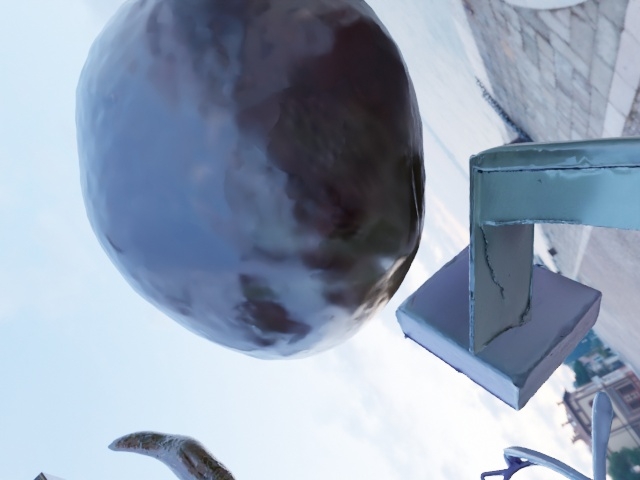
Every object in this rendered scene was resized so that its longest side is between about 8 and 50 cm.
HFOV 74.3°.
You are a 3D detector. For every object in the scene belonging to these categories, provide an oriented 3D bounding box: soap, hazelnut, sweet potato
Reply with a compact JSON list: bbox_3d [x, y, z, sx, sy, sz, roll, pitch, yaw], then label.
[{"bbox_3d":[0.355,0.150,0.870,0.296,0.285,0.107,32,147,47],"label":"soap"},{"bbox_3d":[-0.067,-0.073,0.472,0.353,0.421,0.421,-4,-127,-30],"label":"hazelnut"},{"bbox_3d":[-0.210,0.351,0.662,0.255,0.058,0.078,17,-150,20],"label":"sweet potato"}]

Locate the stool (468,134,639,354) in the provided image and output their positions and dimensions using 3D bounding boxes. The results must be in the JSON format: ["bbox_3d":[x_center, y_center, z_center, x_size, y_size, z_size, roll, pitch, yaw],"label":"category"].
[{"bbox_3d":[0.322,0.019,0.485,0.170,0.243,0.270,-11,-77,-39],"label":"stool"}]

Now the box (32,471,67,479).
[{"bbox_3d":[-0.327,0.305,0.471,0.023,0.082,0.051,29,150,27],"label":"box"}]

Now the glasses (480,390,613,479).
[{"bbox_3d":[0.132,0.139,0.213,0.140,0.062,0.104,-103,-3,-62],"label":"glasses"}]
